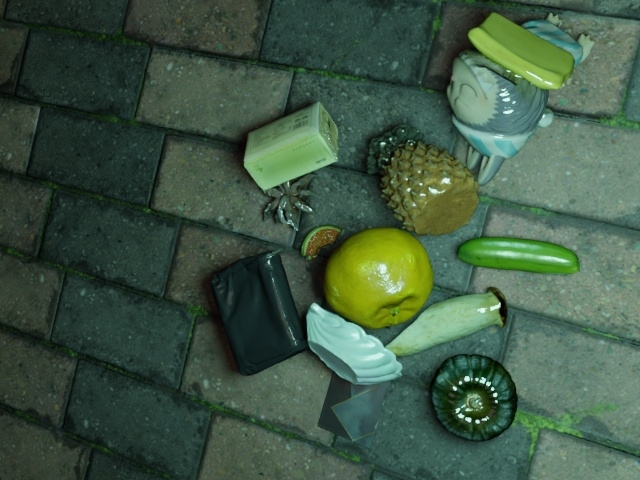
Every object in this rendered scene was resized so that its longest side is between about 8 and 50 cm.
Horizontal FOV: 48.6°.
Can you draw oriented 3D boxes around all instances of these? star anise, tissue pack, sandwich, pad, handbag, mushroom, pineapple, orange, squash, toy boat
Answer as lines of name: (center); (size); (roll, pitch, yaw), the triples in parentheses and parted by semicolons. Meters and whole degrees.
star anise: (-0.093, -0.128, 1.977); (0.195, 0.065, 0.182); (15, 87, 29)
tissue pack: (-0.076, -0.255, 1.916); (0.234, 0.125, 0.159); (-21, 40, 19)
sandwich: (0.001, -0.002, 1.952); (0.135, 0.029, 0.067); (-36, 81, 15)
pad: (0.095, 0.418, 1.907); (0.164, 0.004, 0.243); (18, 93, 21)
handbag: (-0.136, 0.185, 1.918); (0.275, 0.178, 0.301); (-27, 76, 33)
mushroom: (0.312, 0.208, 1.794); (0.333, 0.087, 0.107); (-21, 81, 21)
pineapple: (0.230, -0.181, 1.786); (0.223, 0.223, 0.357); (-44, 49, 13)
orange: (0.145, 0.096, 1.762); (0.279, 0.279, 0.235); (-33, 63, 16)
squash: (0.483, 0.036, 1.737); (0.293, 0.082, 0.082); (5, 89, 19)
toy boat: (0.069, 0.280, 1.805); (0.290, 0.199, 0.100); (39, 63, 10)
squash: (0.369, 0.378, 1.713); (0.218, 0.172, 0.218); (9, 109, 29)

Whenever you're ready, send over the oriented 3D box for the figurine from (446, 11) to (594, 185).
figurine: (0.435, -0.339, 1.727); (0.266, 0.361, 0.377); (47, 137, 20)
